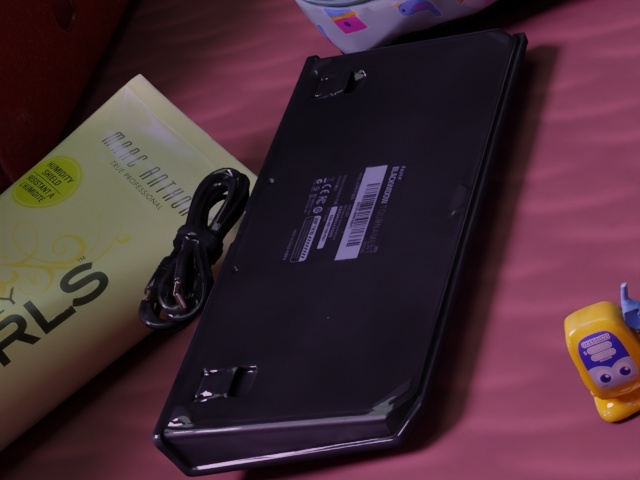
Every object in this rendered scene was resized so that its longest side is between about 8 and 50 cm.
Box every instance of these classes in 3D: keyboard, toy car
[{"bbox_3d":[0.000,0.000,0.593,0.108,0.023,0.180,-7,38,24],"label":"keyboard"},{"bbox_3d":[0.100,0.029,0.426,0.122,0.040,0.060,-15,35,34],"label":"toy car"}]

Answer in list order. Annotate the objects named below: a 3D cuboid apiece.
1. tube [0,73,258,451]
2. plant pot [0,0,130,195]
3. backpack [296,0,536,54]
[{"bbox_3d":[-0.124,0.042,0.633,0.240,0.070,0.062,-40,7,-12],"label":"tube"},{"bbox_3d":[-0.229,-0.123,0.814,0.236,0.267,0.267,-7,38,23],"label":"plant pot"},{"bbox_3d":[0.052,-0.146,0.665,0.182,0.115,0.152,-29,32,20],"label":"backpack"}]
